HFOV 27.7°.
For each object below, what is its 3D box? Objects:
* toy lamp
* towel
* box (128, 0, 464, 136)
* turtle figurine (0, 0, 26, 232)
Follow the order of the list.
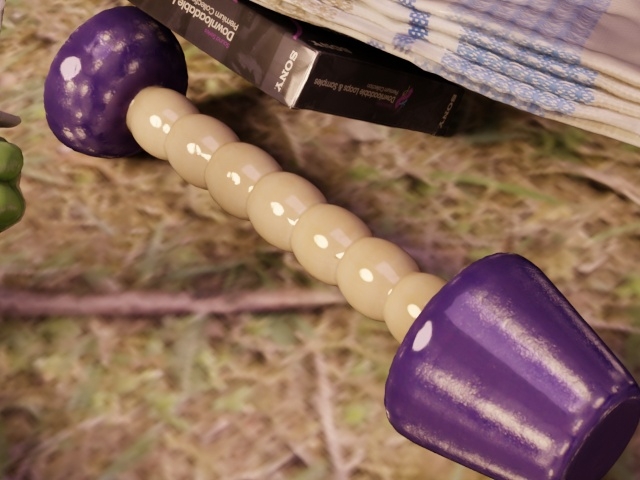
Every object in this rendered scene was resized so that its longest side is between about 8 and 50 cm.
[{"bbox_3d":[0.000,0.000,0.498,0.080,0.080,0.274,-36,53,-24],"label":"toy lamp"},{"bbox_3d":[0.069,-0.119,0.555,0.285,0.034,0.209,21,31,11],"label":"towel"},{"bbox_3d":[-0.028,-0.099,0.572,0.162,0.029,0.116,38,19,30],"label":"box"},{"bbox_3d":[-0.188,0.014,0.396,0.274,0.197,0.266,-42,68,22],"label":"turtle figurine"}]
